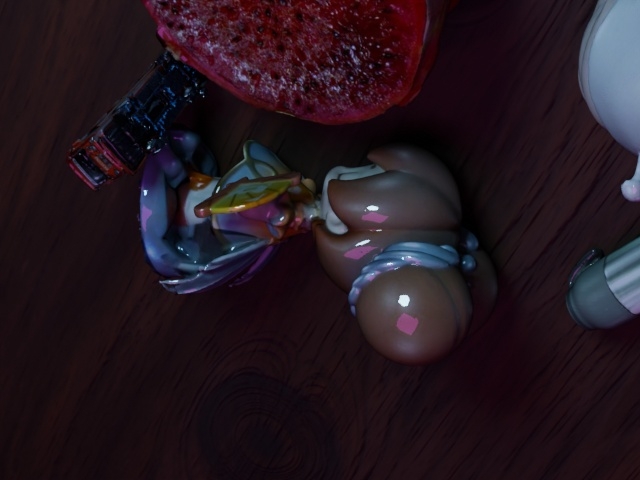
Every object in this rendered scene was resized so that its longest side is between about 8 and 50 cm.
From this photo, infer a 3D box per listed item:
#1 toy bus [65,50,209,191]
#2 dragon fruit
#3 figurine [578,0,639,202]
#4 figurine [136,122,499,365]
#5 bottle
[{"bbox_3d":[-0.199,-0.144,1.777,0.096,0.235,0.073,-31,107,41],"label":"toy bus"},{"bbox_3d":[-0.014,-0.315,1.585,0.386,0.249,0.371,39,144,-3],"label":"dragon fruit"},{"bbox_3d":[0.398,-0.215,1.506,0.253,0.211,0.361,40,127,-8],"label":"figurine"},{"bbox_3d":[0.000,-0.001,1.803,0.388,0.277,0.248,4,101,16],"label":"figurine"},{"bbox_3d":[0.384,0.016,1.764,0.254,0.079,0.096,-36,67,36],"label":"bottle"}]
